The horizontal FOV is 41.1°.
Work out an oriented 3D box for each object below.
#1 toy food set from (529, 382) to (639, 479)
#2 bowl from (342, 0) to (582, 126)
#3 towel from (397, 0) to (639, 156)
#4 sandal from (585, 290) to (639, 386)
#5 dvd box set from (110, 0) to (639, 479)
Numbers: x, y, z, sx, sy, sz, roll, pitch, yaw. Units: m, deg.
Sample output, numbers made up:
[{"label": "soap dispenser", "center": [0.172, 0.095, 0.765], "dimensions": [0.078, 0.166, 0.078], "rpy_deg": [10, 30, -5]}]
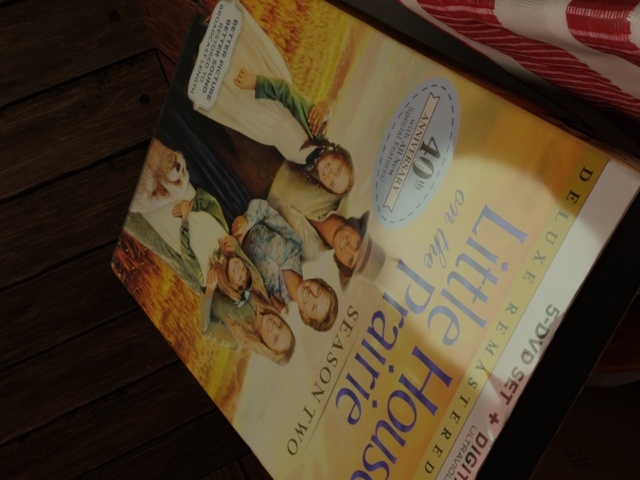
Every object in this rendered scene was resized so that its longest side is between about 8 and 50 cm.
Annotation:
[{"label": "toy food set", "center": [0.174, 0.191, 0.652], "dimensions": [0.219, 0.306, 0.092], "rpy_deg": [56, 137, 37]}, {"label": "bowl", "center": [0.066, -0.108, 0.728], "dimensions": [0.298, 0.134, 0.297], "rpy_deg": [47, 161, 21]}, {"label": "towel", "center": [0.186, -0.045, 0.382], "dimensions": [0.237, 0.037, 0.329], "rpy_deg": [24, -171, -30]}, {"label": "sandal", "center": [0.183, 0.026, 0.698], "dimensions": [0.265, 0.102, 0.076], "rpy_deg": [46, 160, 60]}, {"label": "dvd box set", "center": [0.000, 0.000, 0.601], "dimensions": [0.420, 0.062, 0.307], "rpy_deg": [42, 117, 42]}]
